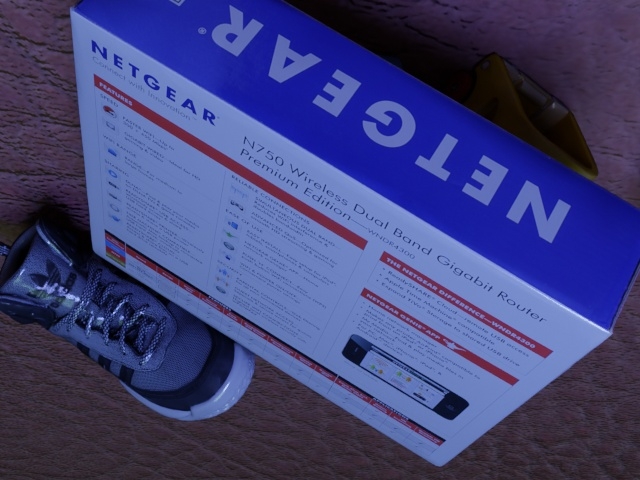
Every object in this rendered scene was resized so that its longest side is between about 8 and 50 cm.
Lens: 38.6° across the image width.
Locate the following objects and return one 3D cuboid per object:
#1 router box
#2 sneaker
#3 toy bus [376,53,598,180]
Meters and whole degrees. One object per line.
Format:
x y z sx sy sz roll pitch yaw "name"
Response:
0.000 0.000 0.618 0.335 0.082 0.301 32 152 5 "router box"
-0.184 0.063 0.773 0.269 0.101 0.153 21 168 41 "sneaker"
0.098 -0.033 0.668 0.191 0.104 0.202 -8 137 0 "toy bus"
